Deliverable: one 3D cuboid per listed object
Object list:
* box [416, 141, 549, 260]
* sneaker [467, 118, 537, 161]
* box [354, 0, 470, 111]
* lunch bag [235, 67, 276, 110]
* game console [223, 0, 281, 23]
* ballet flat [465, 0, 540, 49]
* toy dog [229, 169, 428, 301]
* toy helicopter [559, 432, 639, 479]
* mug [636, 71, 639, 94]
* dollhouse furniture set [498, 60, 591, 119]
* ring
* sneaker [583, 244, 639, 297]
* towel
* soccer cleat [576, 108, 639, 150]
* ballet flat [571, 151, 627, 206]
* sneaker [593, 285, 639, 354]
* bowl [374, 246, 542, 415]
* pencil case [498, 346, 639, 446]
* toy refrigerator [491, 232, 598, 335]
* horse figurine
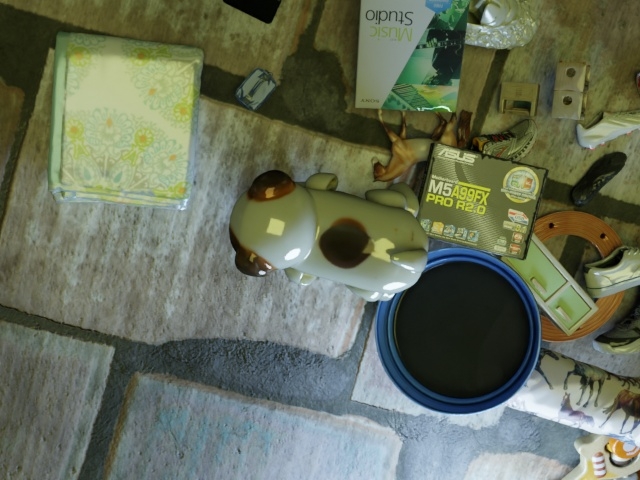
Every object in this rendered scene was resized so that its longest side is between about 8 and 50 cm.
[{"bbox_3d":[0.359,-0.089,1.841,0.270,0.060,0.216,14,95,-2],"label":"box"},{"bbox_3d":[0.410,-0.215,1.894,0.225,0.088,0.093,-36,119,0],"label":"sneaker"},{"bbox_3d":[0.196,-0.438,1.752,0.232,0.058,0.322,3,124,2],"label":"box"},{"bbox_3d":[-0.143,-0.343,1.820,0.067,0.065,0.098,40,95,-13],"label":"lunch bag"},{"bbox_3d":[-0.141,-0.567,1.803,0.122,0.071,0.107,24,68,-12],"label":"game console"},{"bbox_3d":[0.310,-0.520,1.792,0.408,0.147,0.147,6,100,-8],"label":"ballet flat"},{"bbox_3d":[0.000,0.000,1.751,0.407,0.395,0.285,12,108,-18],"label":"toy dog"},{"bbox_3d":[0.723,0.604,2.107,0.355,0.140,0.235,-42,112,13],"label":"toy helicopter"},{"bbox_3d":[0.854,-0.383,1.900,0.169,0.150,0.113,-23,118,2],"label":"mug"},{"bbox_3d":[0.528,-0.355,1.892,0.183,0.129,0.129,9,101,21],"label":"dollhouse furniture set"},{"bbox_3d":[0.606,0.090,2.019,0.336,0.032,0.337,-1,101,-8],"label":"ring"},{"bbox_3d":[0.766,0.055,1.969,0.258,0.094,0.091,-23,108,-3],"label":"sneaker"},{"bbox_3d":[-0.434,-0.257,1.793,0.320,0.090,0.375,5,101,-11],"label":"towel"},{"bbox_3d":[0.712,-0.284,1.941,0.196,0.068,0.076,-24,100,1],"label":"soccer cleat"},{"bbox_3d":[0.681,-0.153,1.979,0.173,0.049,0.057,-43,58,2],"label":"ballet flat"},{"bbox_3d":[0.803,0.187,2.031,0.268,0.101,0.153,-13,102,-10],"label":"sneaker"},{"bbox_3d":[0.323,0.211,1.901,0.390,0.077,0.391,-1,88,19],"label":"bowl"},{"bbox_3d":[0.613,0.356,1.952,0.410,0.160,0.184,17,91,8],"label":"pencil case"},{"bbox_3d":[0.541,0.096,1.948,0.102,0.094,0.269,-42,103,2],"label":"toy refrigerator"},{"bbox_3d":[0.240,-0.239,1.890,0.263,0.066,0.175,-10,96,-2],"label":"horse figurine"}]
